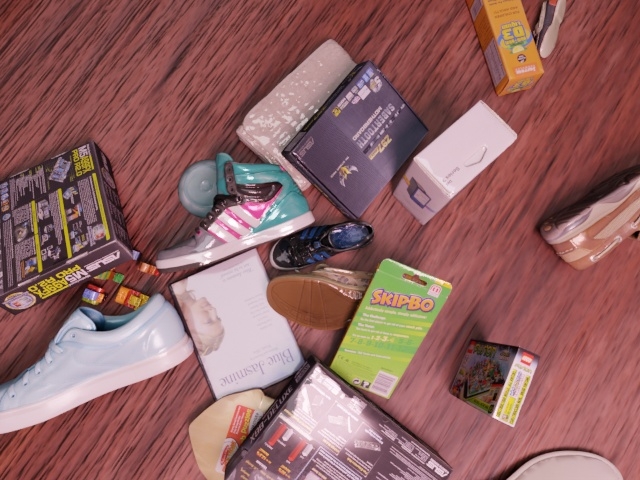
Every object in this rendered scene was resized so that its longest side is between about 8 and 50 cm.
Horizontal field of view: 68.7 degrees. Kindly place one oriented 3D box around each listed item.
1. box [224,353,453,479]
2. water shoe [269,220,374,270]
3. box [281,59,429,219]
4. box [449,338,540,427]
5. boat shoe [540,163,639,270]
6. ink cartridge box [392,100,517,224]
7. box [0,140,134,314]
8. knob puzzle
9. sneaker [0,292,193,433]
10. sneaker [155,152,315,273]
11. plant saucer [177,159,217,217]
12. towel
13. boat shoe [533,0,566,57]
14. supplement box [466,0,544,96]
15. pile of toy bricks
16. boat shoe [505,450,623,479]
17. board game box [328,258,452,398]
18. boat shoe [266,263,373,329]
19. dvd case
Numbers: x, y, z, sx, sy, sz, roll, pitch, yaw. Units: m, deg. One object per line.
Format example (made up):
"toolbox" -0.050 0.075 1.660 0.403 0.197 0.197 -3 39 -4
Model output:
"box" 0.032 0.387 0.797 0.307 0.076 0.242 39 83 -5
"water shoe" 0.000 0.000 0.873 0.203 0.080 0.072 -18 82 -4
"box" 0.069 -0.184 0.874 0.183 0.059 0.232 43 82 -24
"box" 0.283 0.228 0.783 0.036 0.207 0.114 25 81 2
"boat shoe" 0.577 -0.057 0.884 0.325 0.123 0.116 -32 91 1
"ink cartridge box" 0.227 -0.127 0.830 0.154 0.212 0.093 -42 85 -6
"box" -0.464 -0.033 0.821 0.216 0.060 0.270 -27 56 -6
"knob puzzle" -0.139 0.358 0.839 0.213 0.030 0.212 0 85 -2
"sneaker" -0.417 0.192 0.798 0.366 0.135 0.150 -21 100 -15
"sneaker" -0.173 -0.063 0.842 0.296 0.124 0.178 -21 97 -12
"plant saucer" -0.221 -0.104 0.913 0.120 0.021 0.119 0 81 -2
"towel" -0.010 -0.247 0.927 0.282 0.049 0.187 -44 86 -8
"boat shoe" 0.466 -0.439 0.969 0.043 0.049 0.136 14 82 43
"supplement box" 0.370 -0.419 0.945 0.078 0.080 0.233 -15 84 -1
"pile of toy bricks" -0.403 0.056 0.843 0.213 0.105 0.118 20 82 1
"boat shoe" 0.377 0.474 0.822 0.320 0.116 0.099 -20 126 -11
"board game box" 0.114 0.153 0.809 0.124 0.039 0.259 22 117 -1
"boat shoe" 0.045 0.103 0.863 0.286 0.089 0.104 8 115 0
"dvd case" -0.155 0.161 0.875 0.181 0.022 0.252 -24 83 -5
